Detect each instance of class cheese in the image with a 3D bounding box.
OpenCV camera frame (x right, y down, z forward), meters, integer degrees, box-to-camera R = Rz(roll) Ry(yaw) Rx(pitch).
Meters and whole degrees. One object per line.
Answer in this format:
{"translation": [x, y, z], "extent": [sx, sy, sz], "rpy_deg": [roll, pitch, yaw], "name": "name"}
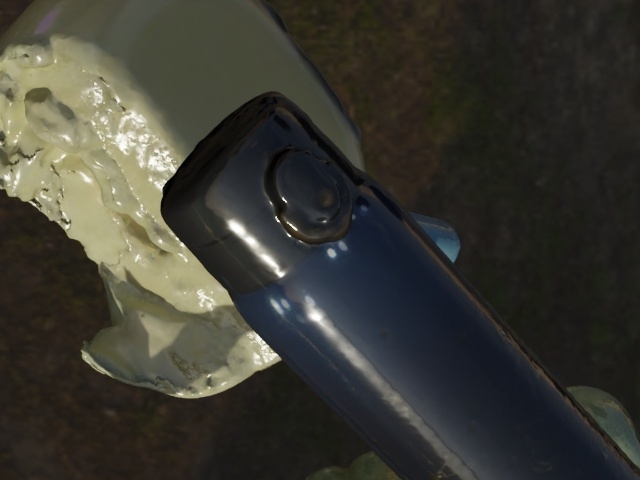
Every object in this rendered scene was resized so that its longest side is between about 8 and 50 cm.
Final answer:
{"translation": [-0.088, -0.047, 0.946], "extent": [0.266, 0.127, 0.233], "rpy_deg": [52, 42, -15], "name": "cheese"}

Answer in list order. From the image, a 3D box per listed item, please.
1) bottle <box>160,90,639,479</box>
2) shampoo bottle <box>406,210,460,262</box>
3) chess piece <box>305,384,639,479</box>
{"translation": [0.039, 0.048, 0.574], "extent": [0.244, 0.082, 0.072], "rpy_deg": [46, 70, -21], "name": "bottle"}
{"translation": [0.000, 0.000, 1.291], "extent": [0.258, 0.104, 0.061], "rpy_deg": [14, 44, -43], "name": "shampoo bottle"}
{"translation": [0.123, 0.189, 1.134], "extent": [0.133, 0.243, 0.133], "rpy_deg": [-24, 90, -84], "name": "chess piece"}
